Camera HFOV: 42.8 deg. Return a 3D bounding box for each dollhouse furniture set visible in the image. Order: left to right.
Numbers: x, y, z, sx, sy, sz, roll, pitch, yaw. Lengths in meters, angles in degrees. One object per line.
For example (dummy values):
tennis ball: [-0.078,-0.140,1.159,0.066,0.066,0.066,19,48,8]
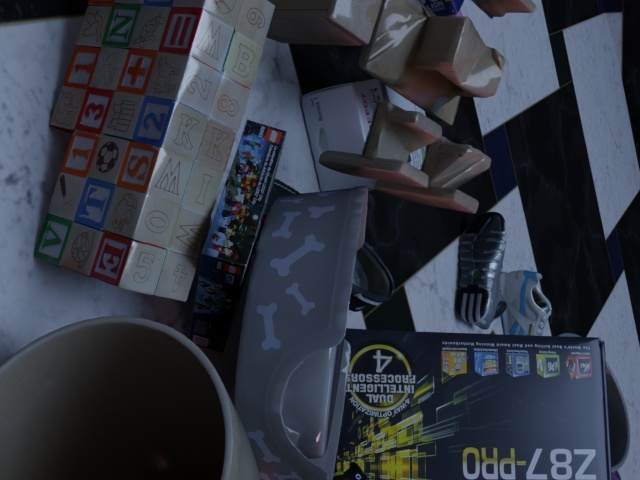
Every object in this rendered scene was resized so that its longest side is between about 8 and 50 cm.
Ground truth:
dollhouse furniture set: [0.054,-0.269,1.037,0.394,0.256,0.362,19,86,-50]

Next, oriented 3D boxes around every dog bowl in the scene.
dog bowl: [-0.017,0.107,0.901,0.349,0.102,0.349,7,90,-87]

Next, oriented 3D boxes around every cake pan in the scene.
cake pan: [0.542,0.340,1.706,0.293,0.054,0.293,24,52,-35]

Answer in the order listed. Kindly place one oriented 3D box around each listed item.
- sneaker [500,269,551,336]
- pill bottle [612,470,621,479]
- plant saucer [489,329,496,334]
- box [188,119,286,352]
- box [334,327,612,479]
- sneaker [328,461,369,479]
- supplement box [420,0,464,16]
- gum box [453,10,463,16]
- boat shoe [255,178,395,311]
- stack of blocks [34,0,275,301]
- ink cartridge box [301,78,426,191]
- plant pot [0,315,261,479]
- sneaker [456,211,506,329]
sneaker: [0.442,0.174,1.732,0.087,0.092,0.229,-38,116,-55]
pill bottle: [0.544,0.539,1.738,0.301,0.169,0.169,-33,111,-53]
plant saucer: [0.375,0.302,1.599,0.188,0.045,0.188,52,18,-37]
box: [-0.092,0.004,0.870,0.233,0.044,0.159,113,-7,-60]
box: [0.191,0.284,1.107,0.097,0.395,0.318,130,-37,-76]
sneaker: [0.010,0.310,0.987,0.234,0.084,0.097,28,66,-14]
supplement box: [0.081,-0.517,1.238,0.356,0.194,0.195,59,40,-30]
gum box: [0.237,-0.352,1.557,0.107,0.062,0.188,60,39,-30]
boat shoe: [0.000,0.000,1.099,0.302,0.091,0.114,39,52,-46]
stack of blocks: [-0.173,-0.108,0.787,0.087,0.171,0.297,20,85,-53]
ink cartridge box: [0.079,-0.165,1.252,0.219,0.092,0.160,-26,105,-56]
plant pot: [-0.152,0.243,0.719,0.274,0.256,0.256,65,33,-53]
sneaker: [0.327,0.067,1.602,0.132,0.086,0.229,40,62,-52]
